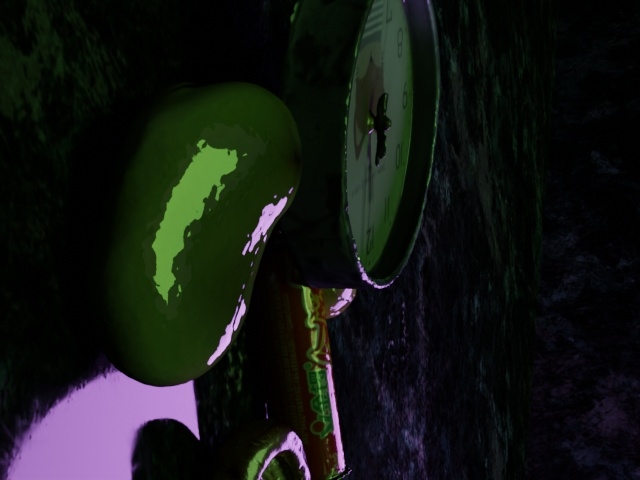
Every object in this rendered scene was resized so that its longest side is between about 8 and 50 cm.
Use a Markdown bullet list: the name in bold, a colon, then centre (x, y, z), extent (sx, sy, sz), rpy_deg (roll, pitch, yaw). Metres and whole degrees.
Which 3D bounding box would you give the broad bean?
- **broad bean**: centre (-0.095, -0.016, 1.004), extent (0.189, 0.121, 0.263), rpy_deg (61, 34, -49)

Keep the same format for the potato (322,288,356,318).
- **potato**: centre (0.000, 0.000, 1.366), extent (0.107, 0.080, 0.170), rpy_deg (33, 50, -60)

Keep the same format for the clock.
- **clock**: centre (0.043, -0.113, 1.239), extent (0.325, 0.067, 0.325), rpy_deg (6, 90, -71)

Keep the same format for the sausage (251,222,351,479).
- **sausage**: centre (-0.027, 0.111, 1.286), extent (0.083, 0.083, 0.264), rpy_deg (-42, 127, -68)

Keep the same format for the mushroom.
- **mushroom**: centre (-0.061, 0.240, 1.150), extent (0.135, 0.080, 0.170), rpy_deg (54, 36, -40)
